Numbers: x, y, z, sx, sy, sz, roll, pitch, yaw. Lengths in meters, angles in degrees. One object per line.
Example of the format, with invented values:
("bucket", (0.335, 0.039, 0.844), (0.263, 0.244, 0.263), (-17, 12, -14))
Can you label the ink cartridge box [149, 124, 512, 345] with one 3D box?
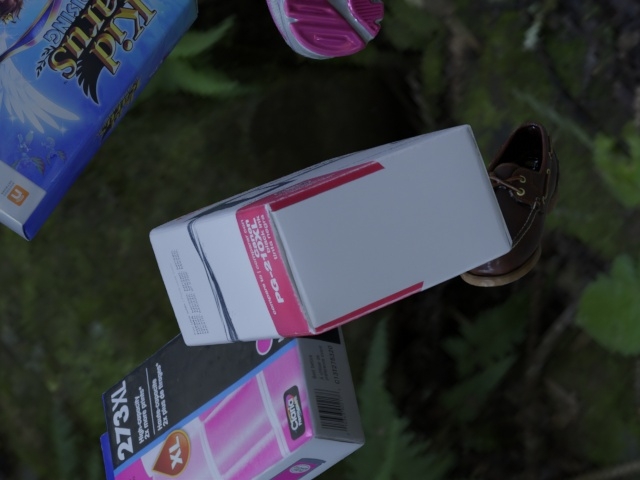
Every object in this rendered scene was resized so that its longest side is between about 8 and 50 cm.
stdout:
("ink cartridge box", (0.000, 0.000, 1.412), (0.237, 0.172, 0.100), (-11, 100, 65))

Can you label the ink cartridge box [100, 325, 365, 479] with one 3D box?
("ink cartridge box", (-0.108, 0.176, 1.738), (0.371, 0.069, 0.176), (-40, 51, 41))

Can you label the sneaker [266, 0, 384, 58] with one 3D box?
("sneaker", (-0.008, -0.260, 1.582), (0.111, 0.103, 0.252), (144, 130, -71))

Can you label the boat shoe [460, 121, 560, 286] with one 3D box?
("boat shoe", (0.159, -0.034, 1.652), (0.073, 0.207, 0.073), (2, 118, 15))

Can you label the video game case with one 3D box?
("video game case", (-0.286, -0.177, 1.756), (0.244, 0.269, 0.061), (34, 167, 6))
